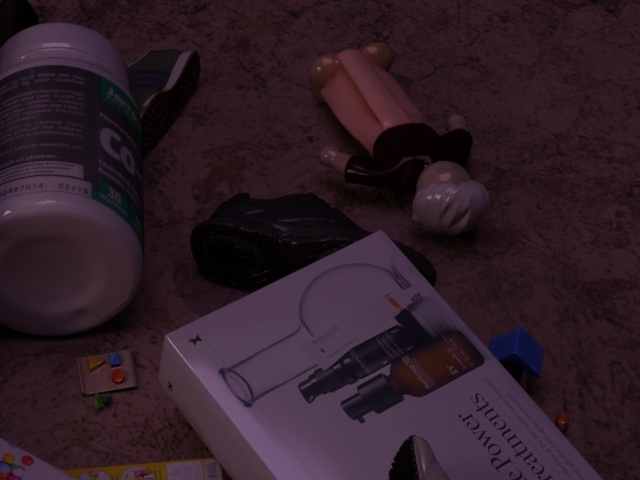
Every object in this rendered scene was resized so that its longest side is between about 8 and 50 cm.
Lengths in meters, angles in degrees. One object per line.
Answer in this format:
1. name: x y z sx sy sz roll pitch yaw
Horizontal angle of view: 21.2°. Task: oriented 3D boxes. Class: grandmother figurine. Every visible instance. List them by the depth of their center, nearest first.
1. grandmother figurine: 0.100 -0.122 2.124 0.207 0.104 0.342 -23 44 -14

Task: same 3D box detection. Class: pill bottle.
1. pill bottle: -0.306 -0.081 1.972 0.204 0.204 0.361 -2 42 -5

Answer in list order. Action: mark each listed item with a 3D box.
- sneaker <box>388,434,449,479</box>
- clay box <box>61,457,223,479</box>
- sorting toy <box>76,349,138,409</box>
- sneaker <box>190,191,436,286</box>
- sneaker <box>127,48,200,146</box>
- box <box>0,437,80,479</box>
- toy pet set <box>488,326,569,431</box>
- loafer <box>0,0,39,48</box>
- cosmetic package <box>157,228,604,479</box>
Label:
1. sneaker: 0.115 0.258 1.588 0.075 0.057 0.161 8 49 -28
2. clay box: -0.201 0.284 1.679 0.222 0.053 0.127 -4 41 -7
3. sorting toy: -0.230 0.151 1.858 0.062 0.012 0.083 -6 42 -11
4. sneaker: 0.000 0.000 1.979 0.286 0.109 0.130 15 37 11
5. sneaker: -0.229 -0.187 2.209 0.086 0.064 0.192 10 41 19
6. box: -0.328 0.245 1.598 0.186 0.038 0.145 30 40 -1
7. toy pet set: 0.213 0.156 1.839 0.122 0.065 0.114 11 42 8
8. loafer: -0.414 -0.234 2.249 0.078 0.080 0.220 -25 40 18
9. cosmetic package: 0.057 0.193 1.717 0.284 0.097 0.377 -27 61 -27
